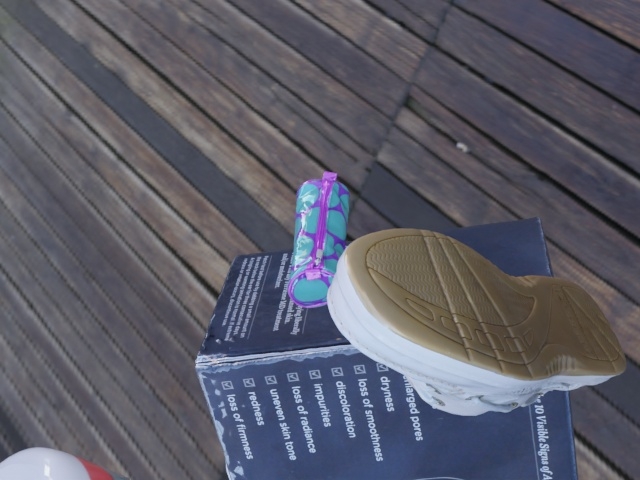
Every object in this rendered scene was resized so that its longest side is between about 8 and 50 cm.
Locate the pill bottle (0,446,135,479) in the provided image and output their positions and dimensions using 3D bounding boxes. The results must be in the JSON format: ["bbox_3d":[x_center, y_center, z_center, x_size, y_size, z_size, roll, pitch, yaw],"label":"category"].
[{"bbox_3d":[-0.057,0.229,0.500,0.161,0.283,0.161,-34,39,33],"label":"pill bottle"}]

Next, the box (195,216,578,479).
[{"bbox_3d":[0.124,0.261,1.415,0.472,0.297,0.480,-6,118,11],"label":"box"}]

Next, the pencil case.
[{"bbox_3d":[0.000,0.000,1.074,0.070,0.064,0.151,100,175,-48],"label":"pencil case"}]

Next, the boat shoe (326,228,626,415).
[{"bbox_3d":[0.090,0.068,0.602,0.096,0.277,0.098,-38,54,29],"label":"boat shoe"}]
